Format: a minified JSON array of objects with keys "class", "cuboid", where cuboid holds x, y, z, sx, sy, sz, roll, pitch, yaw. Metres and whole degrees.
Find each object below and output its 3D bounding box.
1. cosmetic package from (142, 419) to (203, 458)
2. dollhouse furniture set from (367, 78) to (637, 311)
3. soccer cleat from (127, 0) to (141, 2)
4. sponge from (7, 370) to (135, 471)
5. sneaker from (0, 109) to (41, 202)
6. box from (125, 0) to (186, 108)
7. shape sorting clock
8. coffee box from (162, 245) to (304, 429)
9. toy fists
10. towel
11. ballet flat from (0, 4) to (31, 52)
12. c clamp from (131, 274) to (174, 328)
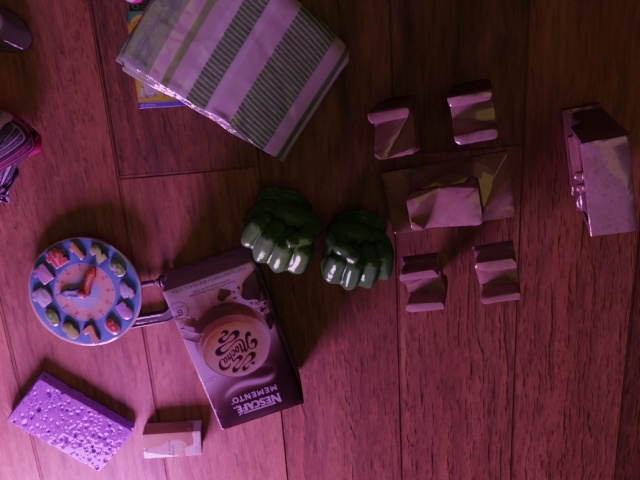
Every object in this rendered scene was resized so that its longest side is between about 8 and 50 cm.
[{"class":"cosmetic package","cuboid":[-0.296,0.400,1.233,0.115,0.041,0.060,-3,108,-6]},{"class":"dollhouse furniture set","cuboid":[0.318,-0.107,1.096,0.394,0.256,0.362,-8,109,18]},{"class":"soccer cleat","cuboid":[-0.259,-0.496,0.866,0.143,0.116,0.331,23,70,-34]},{"class":"sponge","cuboid":[-0.487,0.358,1.204,0.210,0.031,0.117,37,100,-16]},{"class":"sneaker","cuboid":[-0.579,-0.081,1.019,0.112,0.121,0.299,25,113,-44]},{"class":"box","cuboid":[-0.259,-0.314,1.018,0.105,0.043,0.179,-6,106,-5]},{"class":"shape sorting clock","cuboid":[-0.426,0.094,1.109,0.206,0.040,0.206,0,100,3]},{"class":"coffee box","cuboid":[-0.155,0.178,1.141,0.168,0.119,0.297,-19,108,-1]},{"class":"toy fists","cuboid":[0.000,0.000,1.079,0.279,0.142,0.096,15,143,-12]},{"class":"towel","cuboid":[-0.130,-0.305,1.002,0.324,0.038,0.248,29,103,-28]},{"class":"ballet flat","cuboid":[-0.562,-0.362,0.953,0.213,0.068,0.072,32,101,-15]},{"class":"c clamp","cuboid":[-0.347,0.103,1.146,0.160,0.022,0.137,-4,107,-5]}]
